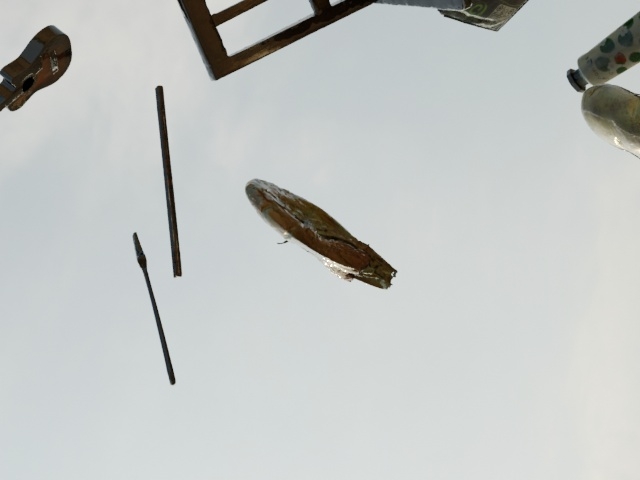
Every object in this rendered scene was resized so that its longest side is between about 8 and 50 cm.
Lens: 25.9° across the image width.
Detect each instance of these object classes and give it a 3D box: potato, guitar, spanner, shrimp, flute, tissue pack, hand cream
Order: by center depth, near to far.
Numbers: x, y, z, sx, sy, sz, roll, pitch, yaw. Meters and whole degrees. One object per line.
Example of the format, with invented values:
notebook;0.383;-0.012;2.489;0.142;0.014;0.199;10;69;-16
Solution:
shrimp;-0.001;0.002;1.559;0.217;0.051;0.115;35;-160;-25
guitar;-0.390;-0.172;1.694;0.233;0.025;0.088;-46;-14;-23
spanner;-0.213;0.087;1.779;0.046;0.012;0.208;107;148;-72
flute;-0.206;-0.082;1.880;0.014;0.014;0.269;11;-110;-60
potato;0.440;-0.167;1.969;0.080;0.170;0.107;-45;-51;-11
hand cream;0.516;-0.328;2.232;0.059;0.276;0.095;-19;-104;-57
tissue pack;0.309;-0.457;2.315;0.173;0.235;0.073;5;-133;-46

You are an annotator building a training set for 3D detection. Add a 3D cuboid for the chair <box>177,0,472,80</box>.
chair;0.066;-0.338;1.485;0.416;0.240;0.203;-31;-69;-22
